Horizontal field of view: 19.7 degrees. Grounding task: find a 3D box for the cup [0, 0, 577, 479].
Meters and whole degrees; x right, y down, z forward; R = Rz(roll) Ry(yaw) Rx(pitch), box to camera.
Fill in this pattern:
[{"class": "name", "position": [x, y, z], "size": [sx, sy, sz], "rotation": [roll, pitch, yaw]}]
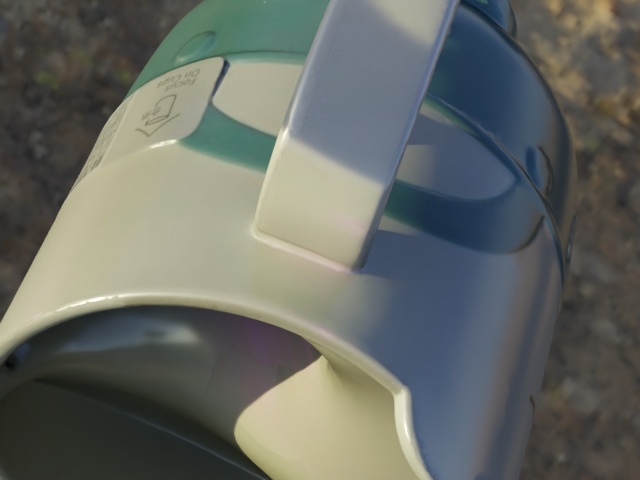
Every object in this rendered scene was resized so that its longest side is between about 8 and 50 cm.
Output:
[{"class": "cup", "position": [0.000, 0.000, 0.766], "size": [0.219, 0.290, 0.257], "rotation": [19, 50, 2]}]
